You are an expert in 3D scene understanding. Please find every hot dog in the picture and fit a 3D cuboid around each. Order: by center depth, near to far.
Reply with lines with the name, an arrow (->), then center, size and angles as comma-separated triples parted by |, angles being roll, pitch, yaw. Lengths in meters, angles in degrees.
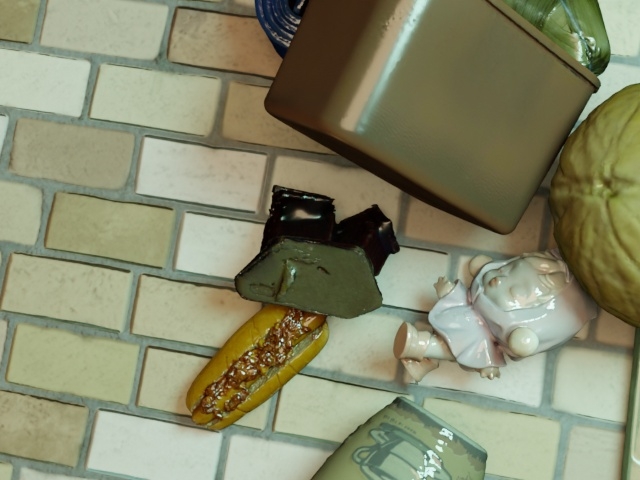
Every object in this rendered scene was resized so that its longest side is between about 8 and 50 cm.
hot dog -> -0.085, 0.162, 1.314 | 0.249, 0.076, 0.102 | -41, 78, 2

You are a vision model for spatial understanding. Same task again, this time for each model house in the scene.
model house -> 0.004, 0.009, 1.304 | 0.203, 0.164, 0.141 | 16, 121, 4

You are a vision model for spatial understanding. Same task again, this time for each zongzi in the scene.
zongzi -> 0.349, -0.345, 1.288 | 0.242, 0.112, 0.221 | -42, 65, -1

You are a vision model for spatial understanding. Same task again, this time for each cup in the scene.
cup -> 0.122, 0.361, 1.217 | 0.301, 0.227, 0.257 | 37, 84, -20

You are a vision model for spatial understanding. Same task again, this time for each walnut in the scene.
walnut -> 0.435, -0.040, 1.156 | 0.332, 0.333, 0.333 | -1, 84, 7

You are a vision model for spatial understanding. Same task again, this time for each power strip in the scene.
power strip -> 0.450, 0.205, 1.264 | 0.080, 0.048, 0.286 | 6, 83, 6

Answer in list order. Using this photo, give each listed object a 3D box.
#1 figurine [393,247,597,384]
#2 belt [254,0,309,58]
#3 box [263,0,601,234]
figurine -> 0.228, 0.104, 1.257 | 0.275, 0.200, 0.133 | -24, 123, 5
belt -> 0.051, -0.400, 1.337 | 0.212, 0.117, 0.347 | 35, 89, 10
box -> 0.133, -0.182, 1.186 | 0.339, 0.239, 0.229 | 26, 92, -32
